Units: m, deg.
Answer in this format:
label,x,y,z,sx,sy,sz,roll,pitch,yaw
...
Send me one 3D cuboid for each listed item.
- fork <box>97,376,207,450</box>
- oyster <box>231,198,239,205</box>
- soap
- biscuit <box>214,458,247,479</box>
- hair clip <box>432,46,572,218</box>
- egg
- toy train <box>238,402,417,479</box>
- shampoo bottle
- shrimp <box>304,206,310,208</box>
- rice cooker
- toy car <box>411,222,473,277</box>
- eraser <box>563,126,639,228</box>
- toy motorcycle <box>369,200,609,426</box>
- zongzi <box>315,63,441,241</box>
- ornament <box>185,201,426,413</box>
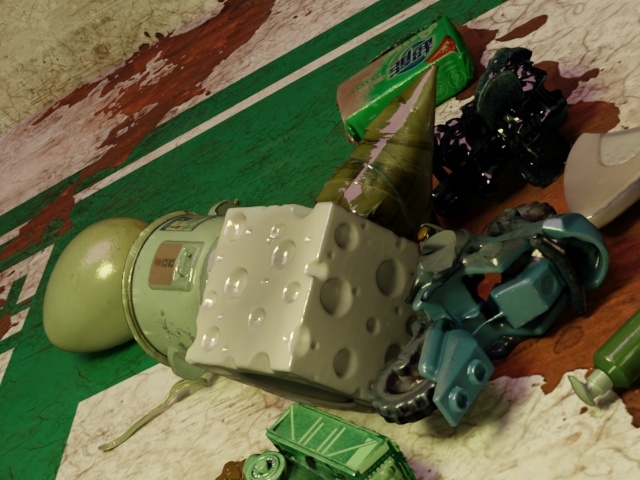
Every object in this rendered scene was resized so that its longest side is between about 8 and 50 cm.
label,x,y,z,sx,sy,sz,roll,pitch,yaw
fork,-0.287,0.289,2.170,0.219,0.028,0.034,-34,31,7
oyster,-0.212,-0.018,2.539,0.166,0.053,0.108,-42,16,7
soap,0.163,-0.299,2.479,0.273,0.098,0.218,-32,34,15
biscuit,-0.135,0.358,1.897,0.092,0.016,0.082,-45,28,-18
hair clip,0.275,-0.180,2.071,0.310,0.194,0.206,-47,22,-15
egg,-0.399,0.090,2.413,0.295,0.218,0.218,-47,26,9
toy train,0.005,0.316,1.697,0.154,0.115,0.269,-40,26,-23
shampoo bottle,0.390,0.124,1.581,0.204,0.065,0.065,-43,27,-10
shrimp,0.070,-0.037,2.163,0.145,0.059,0.254,-43,44,-8
rice cooker,-0.172,0.079,2.105,0.317,0.264,0.316,-19,61,38
toy car,0.163,0.059,1.926,0.112,0.112,0.139,-39,32,32
eraser,0.432,-0.091,1.870,0.204,0.059,0.243,-7,36,44
toy motorcycle,0.234,0.083,1.713,0.232,0.172,0.416,-3,37,50
zongzi,0.139,-0.106,1.977,0.125,0.251,0.274,27,80,31
ornament,-0.005,0.100,1.817,0.240,0.239,0.239,-2,70,49
